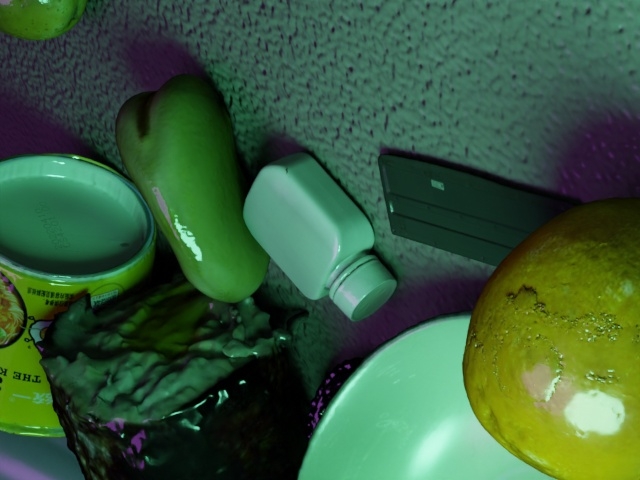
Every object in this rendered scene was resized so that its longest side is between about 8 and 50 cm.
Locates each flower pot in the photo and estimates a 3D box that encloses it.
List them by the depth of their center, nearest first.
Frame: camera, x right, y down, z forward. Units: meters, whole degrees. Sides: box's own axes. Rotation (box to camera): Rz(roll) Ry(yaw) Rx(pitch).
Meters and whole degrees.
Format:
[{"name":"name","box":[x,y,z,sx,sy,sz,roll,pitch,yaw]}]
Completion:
[{"name":"flower pot","box":[-0.371,0.320,2.369,0.243,0.265,0.265,23,133,32]}]

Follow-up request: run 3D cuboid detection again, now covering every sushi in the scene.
[{"name":"sushi","box":[-0.159,0.217,1.909,0.299,0.281,0.294,21,134,41]}]

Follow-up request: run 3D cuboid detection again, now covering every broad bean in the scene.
[{"name":"broad bean","box":[-0.133,-0.058,1.779,0.121,0.189,0.263,-29,88,21]}]

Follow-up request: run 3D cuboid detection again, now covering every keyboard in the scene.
[{"name":"keyboard","box":[0.114,-0.027,1.559,0.381,0.041,0.103,14,125,44]}]

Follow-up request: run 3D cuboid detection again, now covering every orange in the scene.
[{"name":"orange","box":[0.233,0.082,1.262,0.240,0.240,0.240,36,141,36]}]

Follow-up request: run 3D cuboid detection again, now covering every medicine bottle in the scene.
[{"name":"medicine bottle","box":[0.000,0.000,1.709,0.183,0.069,0.119,49,139,22]}]

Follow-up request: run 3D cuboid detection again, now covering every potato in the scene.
[{"name":"potato","box":[-0.384,-0.350,1.940,0.248,0.143,0.169,47,143,8]}]

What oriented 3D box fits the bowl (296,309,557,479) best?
[{"name":"bowl","box":[0.156,0.259,1.508,0.185,0.354,0.354,28,172,-38]}]

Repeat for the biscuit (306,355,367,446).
[{"name":"biscuit","box":[0.051,0.225,1.770,0.194,0.053,0.194,-5,83,51]}]

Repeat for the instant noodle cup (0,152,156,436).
[{"name":"instant noodle cup","box":[-0.353,0.056,2.078,0.325,0.325,0.254,43,135,29]}]
